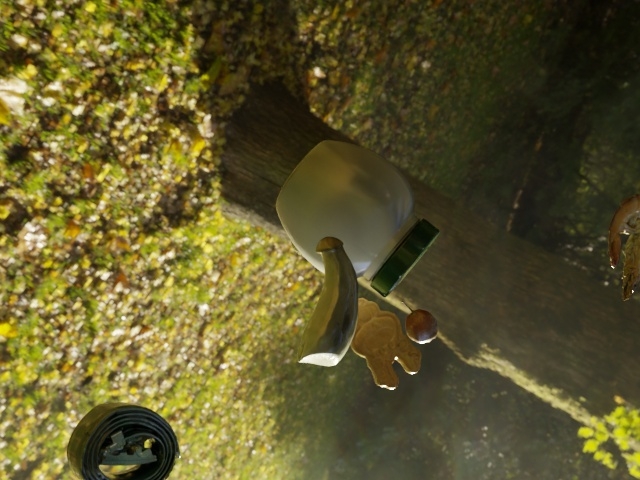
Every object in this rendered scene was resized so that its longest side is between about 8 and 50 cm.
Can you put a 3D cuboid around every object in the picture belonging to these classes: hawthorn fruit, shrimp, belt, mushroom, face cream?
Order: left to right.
[{"bbox_3d":[-0.451,0.488,1.514,0.267,0.116,0.206,28,72,-39],"label":"belt"},{"bbox_3d":[0.027,0.129,1.367,0.103,0.118,0.270,-14,-117,61],"label":"mushroom"},{"bbox_3d":[0.085,-0.052,1.563,0.312,0.357,0.219,-53,171,20],"label":"face cream"},{"bbox_3d":[0.191,0.155,1.286,0.067,0.103,0.067,-28,-167,7],"label":"hawthorn fruit"},{"bbox_3d":[0.672,0.012,1.404,0.133,0.053,0.236,17,89,-30],"label":"shrimp"}]

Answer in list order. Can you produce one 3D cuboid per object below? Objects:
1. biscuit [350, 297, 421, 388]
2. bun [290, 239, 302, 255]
[{"bbox_3d":[0.150,0.251,1.637,0.144,0.236,0.040,-28,165,-24],"label":"biscuit"},{"bbox_3d":[0.000,0.000,1.871,0.164,0.188,0.111,-23,115,-28],"label":"bun"}]
